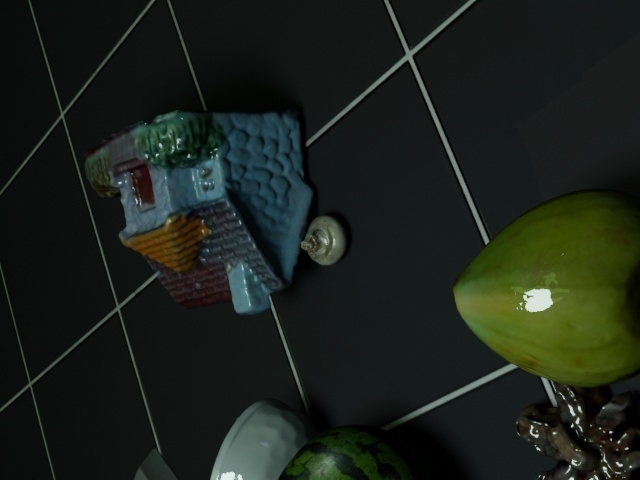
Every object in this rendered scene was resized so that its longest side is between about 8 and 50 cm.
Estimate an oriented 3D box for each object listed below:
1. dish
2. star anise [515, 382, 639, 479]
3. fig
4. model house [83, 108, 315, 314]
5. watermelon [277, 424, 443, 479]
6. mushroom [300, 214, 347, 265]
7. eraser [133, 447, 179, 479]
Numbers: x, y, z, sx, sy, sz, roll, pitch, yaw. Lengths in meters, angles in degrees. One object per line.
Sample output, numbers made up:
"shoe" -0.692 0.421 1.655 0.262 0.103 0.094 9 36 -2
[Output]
"dish" -0.062 0.410 1.653 0.120 0.303 0.303 7 98 30
"star anise" 0.336 0.280 1.306 0.220 0.099 0.214 46 115 36
"fig" 0.297 0.055 1.215 0.271 0.239 0.239 0 94 7
"model house" -0.214 -0.024 1.754 0.360 0.297 0.339 -15 85 47
"watermelon" 0.060 0.425 1.486 0.285 0.285 0.285 4 96 48
"mushroom" 0.000 0.000 1.668 0.085 0.079 0.085 4 95 51
"eraser" -0.296 0.580 2.040 0.352 0.077 0.111 43 120 38
